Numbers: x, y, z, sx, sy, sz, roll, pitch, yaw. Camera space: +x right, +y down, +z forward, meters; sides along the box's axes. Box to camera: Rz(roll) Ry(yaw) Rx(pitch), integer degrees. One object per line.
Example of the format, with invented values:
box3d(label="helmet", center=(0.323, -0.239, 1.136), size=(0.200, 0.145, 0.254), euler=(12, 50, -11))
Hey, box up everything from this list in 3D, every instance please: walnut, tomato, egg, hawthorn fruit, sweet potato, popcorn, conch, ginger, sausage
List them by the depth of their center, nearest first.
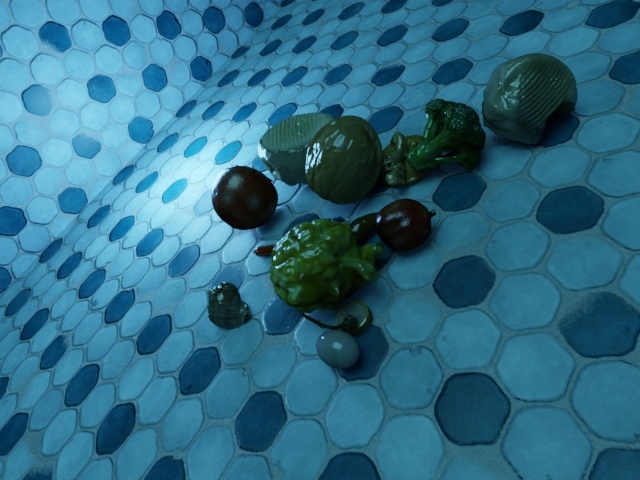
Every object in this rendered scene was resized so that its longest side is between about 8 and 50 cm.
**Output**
box3d(label="egg", center=(0.047, 0.302, 1.233), size=(0.135, 0.103, 0.103), euler=(9, 59, 43))
box3d(label="popcorn", center=(0.003, 0.069, 1.346), size=(0.335, 0.279, 0.274), euler=(-46, 13, 7))
box3d(label="hawthorn fruit", center=(0.263, -0.055, 1.370), size=(0.188, 0.169, 0.169), euler=(-33, 42, 6))
box3d(label="sweet potato", center=(0.115, -0.021, 1.499), size=(0.269, 0.075, 0.075), euler=(-43, 42, -1))
box3d(label="conch", center=(-0.330, 0.235, 1.569), size=(0.207, 0.130, 0.155), euler=(29, 106, 23))
box3d(label="walnut", center=(0.085, -0.290, 1.586), size=(0.252, 0.277, 0.313), euler=(35, 115, 32))
box3d(label="ginger", center=(0.267, -0.296, 1.589), size=(0.089, 0.075, 0.288), euler=(8, 53, 0))
box3d(label="sausage", center=(-0.196, 0.040, 1.674), size=(0.145, 0.048, 0.050), euler=(-8, 88, 28))
box3d(label="tomato", center=(-0.306, -0.164, 1.769), size=(0.265, 0.265, 0.265), euler=(-18, 45, 19))

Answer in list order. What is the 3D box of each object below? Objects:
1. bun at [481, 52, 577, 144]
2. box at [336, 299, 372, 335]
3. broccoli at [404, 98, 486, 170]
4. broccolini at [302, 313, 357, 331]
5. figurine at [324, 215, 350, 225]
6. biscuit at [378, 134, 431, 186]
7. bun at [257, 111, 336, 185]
box3d(label="bun", center=(0.644, -0.456, 1.425), size=(0.281, 0.281, 0.205), euler=(-43, 17, -7))
box3d(label="box", center=(0.100, 0.229, 1.313), size=(0.105, 0.037, 0.105), euler=(-18, 46, 19))
box3d(label="broccoli", center=(0.398, -0.343, 1.473), size=(0.269, 0.254, 0.269), euler=(-26, 41, 25))
box3d(label="broccolini", center=(0.023, 0.241, 1.297), size=(0.194, 0.054, 0.052), euler=(-5, 71, 34))
box3d(label="figurine", center=(-0.006, 0.003, 1.535), size=(0.262, 0.121, 0.164), euler=(-26, 4, 2))
box3d(label="biscuit", center=(0.313, -0.293, 1.634), size=(0.254, 0.035, 0.254), euler=(-18, 47, 20))
box3d(label="bun", center=(-0.074, -0.370, 1.839), size=(0.359, 0.211, 0.360), euler=(-12, 43, 11))
